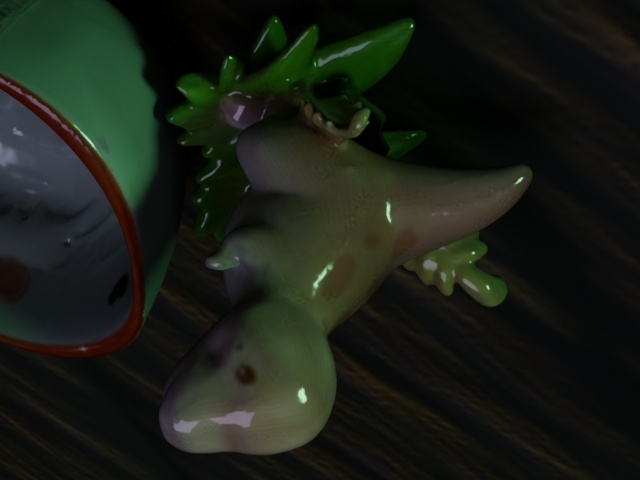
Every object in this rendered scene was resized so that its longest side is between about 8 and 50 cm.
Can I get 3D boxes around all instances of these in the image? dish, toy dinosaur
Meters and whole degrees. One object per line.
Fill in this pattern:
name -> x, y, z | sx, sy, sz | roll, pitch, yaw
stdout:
dish -> -0.172, -0.063, 0.884 | 0.256, 0.117, 0.256 | 18, 144, 14
toy dinosaur -> 0.001, -0.006, 0.770 | 0.194, 0.177, 0.152 | -14, 137, -17
